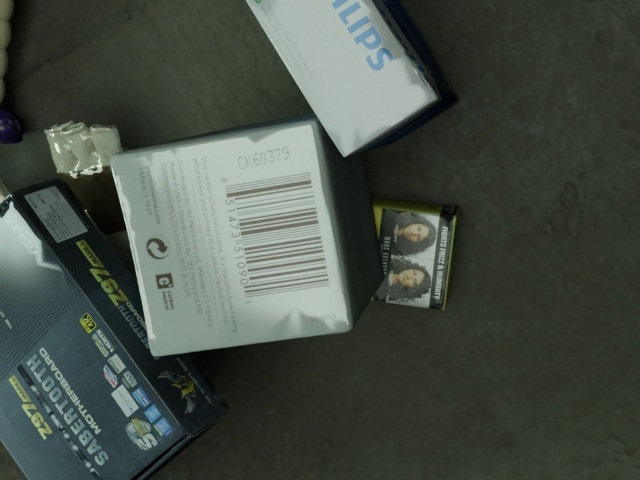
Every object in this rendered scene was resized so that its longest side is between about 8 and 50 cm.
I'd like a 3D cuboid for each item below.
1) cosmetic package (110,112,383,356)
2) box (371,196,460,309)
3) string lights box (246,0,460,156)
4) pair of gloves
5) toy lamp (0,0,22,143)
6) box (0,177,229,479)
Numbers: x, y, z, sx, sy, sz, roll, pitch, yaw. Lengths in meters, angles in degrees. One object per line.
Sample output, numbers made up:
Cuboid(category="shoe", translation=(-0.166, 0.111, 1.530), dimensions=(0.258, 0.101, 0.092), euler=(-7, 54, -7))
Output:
Cuboid(category="cosmetic package", translation=(-0.046, -0.013, 0.868), dimensions=(0.152, 0.184, 0.151), euler=(-9, 97, 11))
Cuboid(category="box", translation=(0.000, 0.000, 0.986), dimensions=(0.232, 0.058, 0.087), euler=(9, 100, 10))
Cuboid(category="string lights box", translation=(0.035, -0.142, 0.858), dimensions=(0.077, 0.260, 0.133), euler=(-32, 90, 13))
Cuboid(category="pair of gloves", translation=(-0.231, -0.007, 0.983), dimensions=(0.240, 0.042, 0.204), euler=(-4, 120, 27))
Cuboid(category="toy lamp", translation=(-0.281, -0.226, 1.002), dimensions=(0.080, 0.080, 0.274), euler=(12, 102, 9))
Cuboid(category="box", translation=(-0.204, 0.096, 0.905), dimensions=(0.183, 0.059, 0.232), euler=(-41, 82, 35))
